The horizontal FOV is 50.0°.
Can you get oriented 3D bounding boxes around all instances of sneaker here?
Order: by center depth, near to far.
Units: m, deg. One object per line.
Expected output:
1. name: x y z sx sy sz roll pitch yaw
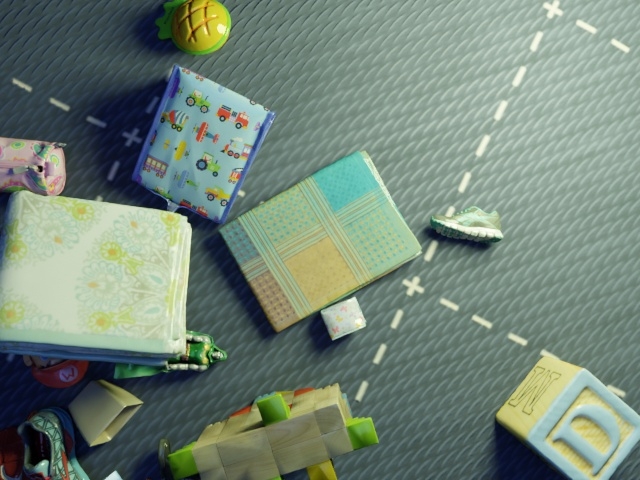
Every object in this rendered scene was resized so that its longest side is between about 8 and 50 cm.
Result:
1. sneaker: -0.550 0.473 1.384 0.104 0.125 0.262 -25 78 11
2. sneaker: -0.623 0.507 1.422 0.087 0.128 0.221 -16 56 -6
3. sneaker: -0.296 0.503 1.461 0.089 0.051 0.170 -3 93 -5
4. sneaker: 0.325 -0.043 1.529 0.166 0.065 0.076 11 71 -7

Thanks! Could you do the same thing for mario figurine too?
1. mario figurine: -0.565 0.145 1.385 0.198 0.170 0.320 -29 84 21

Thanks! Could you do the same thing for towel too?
1. towel: -0.447 0.077 1.366 0.374 0.090 0.320 8 61 -17
2. towel: 0.000 0.000 1.503 0.370 0.040 0.271 -29 92 -4

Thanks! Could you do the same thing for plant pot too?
1. plant pot: -0.455 0.349 1.428 0.096 0.109 0.109 41 86 10

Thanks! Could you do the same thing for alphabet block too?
1. alphabet block: 0.523 0.384 1.455 0.192 0.197 0.193 42 86 -3

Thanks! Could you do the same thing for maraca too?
1. maraca: -0.274 -0.464 1.472 0.185 0.099 0.127 23 84 23

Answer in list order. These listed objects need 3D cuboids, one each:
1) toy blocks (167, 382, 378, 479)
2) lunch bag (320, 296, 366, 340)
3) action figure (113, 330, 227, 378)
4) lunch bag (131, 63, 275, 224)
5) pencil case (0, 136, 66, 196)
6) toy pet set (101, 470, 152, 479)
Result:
1. toy blocks: -0.085 0.381 1.389 0.381 0.261 0.191 -18 92 2
2. lunch bag: 0.051 0.170 1.497 0.083 0.053 0.071 -24 88 5
3. action figure: -0.316 0.234 1.464 0.232 0.063 0.137 6 85 -8
4. lunch bag: -0.256 -0.186 1.456 0.221 0.138 0.293 26 97 -6
5. pencil case: -0.674 -0.157 1.416 0.284 0.124 0.124 6 88 -3
6. toy pet set: -0.415 0.540 1.441 0.122 0.065 0.114 -33 91 -5
